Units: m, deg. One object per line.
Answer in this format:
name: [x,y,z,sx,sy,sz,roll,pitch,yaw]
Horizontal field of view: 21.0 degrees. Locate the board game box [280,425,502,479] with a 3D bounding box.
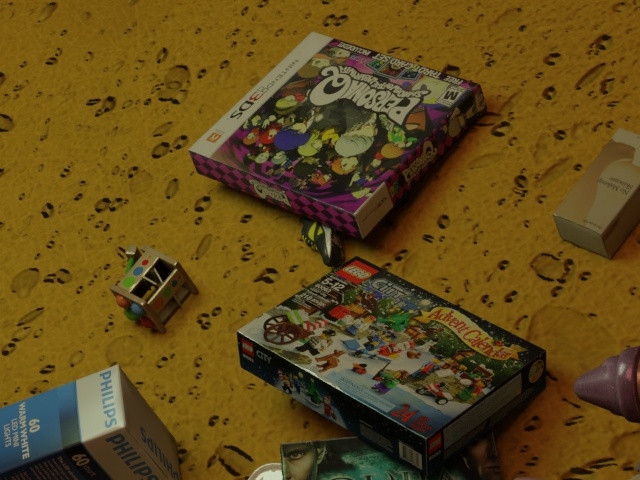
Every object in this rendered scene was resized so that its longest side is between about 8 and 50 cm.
board game box: [0.062,0.220,1.459,0.186,0.026,0.126,-5,50,-3]

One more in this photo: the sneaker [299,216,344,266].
sneaker: [0.000,0.000,1.704,0.035,0.031,0.083,-25,38,12]

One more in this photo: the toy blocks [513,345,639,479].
toy blocks: [0.170,0.242,1.260,0.260,0.288,0.309,-6,52,25]

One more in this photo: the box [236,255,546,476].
box: [0.062,0.105,1.538,0.233,0.044,0.159,26,45,37]

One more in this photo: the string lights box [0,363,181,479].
string lights box: [-0.272,0.220,1.575,0.260,0.133,0.077,-21,47,7]

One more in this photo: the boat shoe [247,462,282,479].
boat shoe: [-0.062,0.296,1.443,0.098,0.096,0.277,-6,50,23]

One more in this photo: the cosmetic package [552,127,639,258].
cosmetic package: [0.274,-0.044,1.604,0.060,0.041,0.115,24,66,36]

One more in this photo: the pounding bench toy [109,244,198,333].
pounding bench toy: [-0.180,0.046,1.729,0.083,0.052,0.065,24,67,37]

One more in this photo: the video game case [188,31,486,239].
video game case: [0.016,-0.113,1.759,0.232,0.042,0.210,23,57,37]
